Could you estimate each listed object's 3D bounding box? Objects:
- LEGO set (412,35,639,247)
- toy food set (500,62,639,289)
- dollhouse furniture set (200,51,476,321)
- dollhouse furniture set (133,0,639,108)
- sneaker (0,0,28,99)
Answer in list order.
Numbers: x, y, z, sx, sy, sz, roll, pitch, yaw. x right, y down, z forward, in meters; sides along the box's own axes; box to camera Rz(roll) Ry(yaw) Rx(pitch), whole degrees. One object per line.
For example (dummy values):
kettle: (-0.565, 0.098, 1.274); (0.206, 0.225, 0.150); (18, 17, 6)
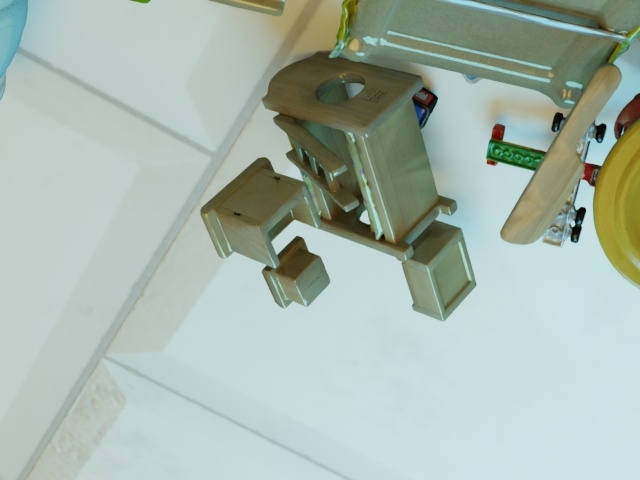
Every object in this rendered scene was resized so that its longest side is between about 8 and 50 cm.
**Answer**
LEGO set: (0.170, -0.099, 0.749); (0.244, 0.060, 0.182); (-26, 106, 35)
toy food set: (0.223, -0.032, 0.695); (0.217, 0.071, 0.128); (18, 113, -5)
dollhouse furniture set: (0.000, 0.000, 0.790); (0.101, 0.161, 0.182); (21, 143, 40)
dollhouse furniture set: (0.042, -0.202, 0.630); (0.301, 0.151, 0.197); (12, 162, -7)
sneaker: (-0.350, -0.215, 0.747); (0.366, 0.135, 0.150); (24, 128, -18)
